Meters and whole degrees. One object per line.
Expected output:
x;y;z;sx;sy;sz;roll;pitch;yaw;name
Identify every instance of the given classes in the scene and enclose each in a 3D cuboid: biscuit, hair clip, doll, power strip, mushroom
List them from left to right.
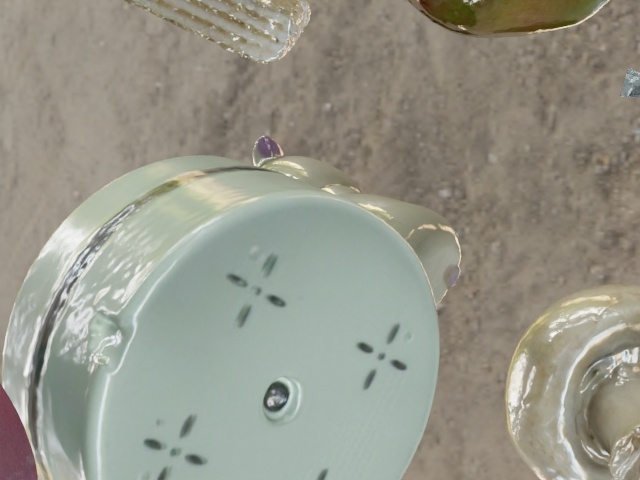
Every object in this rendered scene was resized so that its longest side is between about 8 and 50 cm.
-0.245;0.122;0.898;0.022;0.054;0.137;-39;78;19;hair clip
-0.215;-0.328;1.447;0.078;0.426;0.144;-64;0;22;biscuit
-0.069;0.111;1.027;0.161;0.357;0.357;21;105;49;power strip
0.027;0.014;1.721;0.370;0.226;0.215;30;92;47;doll
0.396;0.208;1.616;0.290;0.297;0.297;-140;58;-70;mushroom

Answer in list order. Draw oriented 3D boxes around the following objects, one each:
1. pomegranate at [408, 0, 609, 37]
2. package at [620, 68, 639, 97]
0.123;-0.224;0.773;0.224;0.181;0.181;107;157;-79;pomegranate
0.397;-0.170;1.417;0.110;0.015;0.037;11;77;12;package
